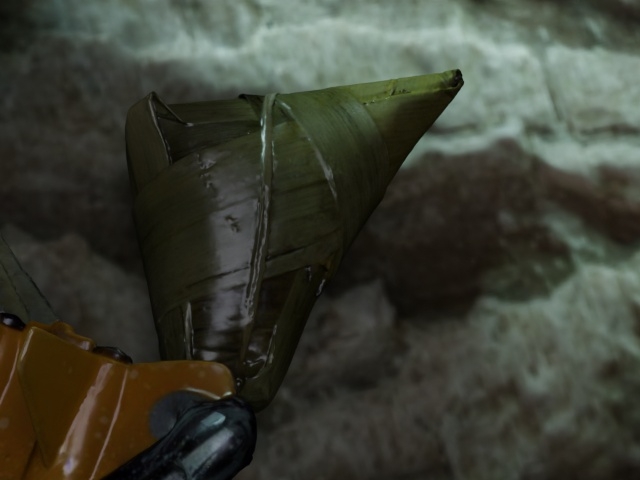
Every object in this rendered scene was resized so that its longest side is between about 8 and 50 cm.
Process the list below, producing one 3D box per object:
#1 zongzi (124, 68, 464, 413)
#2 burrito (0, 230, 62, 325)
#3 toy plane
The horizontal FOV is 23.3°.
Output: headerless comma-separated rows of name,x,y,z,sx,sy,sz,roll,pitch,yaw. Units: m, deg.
zongzi,0.000,0.000,0.753,0.176,0.078,0.160,-7,76,-13
burrito,-0.126,0.080,0.721,0.229,0.063,0.058,56,33,6
toy plane,-0.158,0.180,0.643,0.204,0.103,0.316,15,86,22
